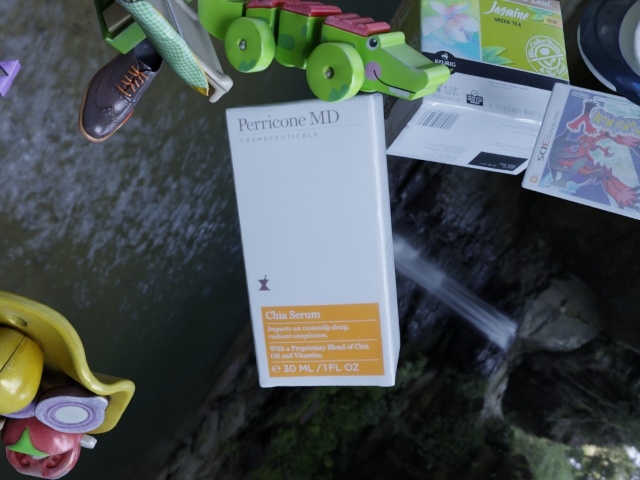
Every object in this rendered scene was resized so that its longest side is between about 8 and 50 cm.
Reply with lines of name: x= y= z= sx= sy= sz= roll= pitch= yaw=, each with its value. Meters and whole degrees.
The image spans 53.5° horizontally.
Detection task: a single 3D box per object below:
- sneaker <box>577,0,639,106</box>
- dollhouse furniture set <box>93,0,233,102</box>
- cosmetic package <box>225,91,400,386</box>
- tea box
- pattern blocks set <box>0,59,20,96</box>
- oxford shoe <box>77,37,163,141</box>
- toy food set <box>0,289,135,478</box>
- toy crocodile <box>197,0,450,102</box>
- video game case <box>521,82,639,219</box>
sneaker: x=0.444 y=-0.186 z=0.719 sx=0.130 sy=0.322 sz=0.236 roll=-61 pitch=-175 yaw=20
dollhouse furniture set: x=-0.254 y=-0.301 z=0.817 sx=0.151 sy=0.302 sz=0.197 roll=-30 pitch=149 yaw=13
cosmetic package: x=0.000 y=0.000 z=1.036 sx=0.161 sy=0.230 sz=0.453 roll=-54 pitch=139 yaw=-73
tea box: x=0.318 y=-0.346 z=1.345 sx=0.220 sy=0.329 sz=0.324 roll=128 pitch=-34 yaw=-65
pattern blocks set: x=-0.481 y=-0.251 z=0.687 sx=0.285 sy=0.325 sz=0.026 roll=-53 pitch=180 yaw=-19
oxford shoe: x=-0.377 y=-0.313 z=1.229 sx=0.098 sy=0.097 sz=0.271 roll=5 pitch=-114 yaw=58
toy food set: x=-0.200 y=0.115 z=0.407 sx=0.218 sy=0.128 sz=0.071 roll=-53 pitch=-167 yaw=50
toy crocodile: x=-0.006 y=-0.242 z=0.762 sx=0.115 sy=0.340 sz=0.105 roll=-25 pitch=133 yaw=-48
video game case: x=0.462 y=-0.150 z=1.057 sx=0.023 sy=0.201 sz=0.183 roll=-17 pitch=123 yaw=-70
